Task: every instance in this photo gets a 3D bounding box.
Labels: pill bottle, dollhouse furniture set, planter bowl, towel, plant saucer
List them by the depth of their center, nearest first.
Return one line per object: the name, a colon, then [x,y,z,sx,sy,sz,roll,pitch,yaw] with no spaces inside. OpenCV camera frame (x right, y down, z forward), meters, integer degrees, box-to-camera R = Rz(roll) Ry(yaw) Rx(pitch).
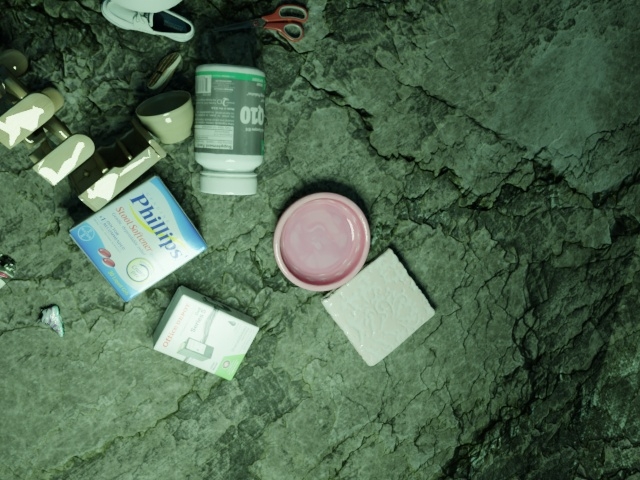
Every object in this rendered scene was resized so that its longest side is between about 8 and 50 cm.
dollhouse furniture set: [-0.644,-0.308,1.445,0.256,0.362,0.394,-41,136,-6]
planter bowl: [-0.439,-0.350,1.605,0.162,0.162,0.109,-23,129,-12]
pill bottle: [-0.268,-0.322,1.628,0.204,0.204,0.360,0,101,-17]
plant saucer: [0.000,0.000,1.839,0.333,0.084,0.331,-3,102,-16]
towel: [0.208,0.237,1.967,0.317,0.053,0.331,-39,110,-8]

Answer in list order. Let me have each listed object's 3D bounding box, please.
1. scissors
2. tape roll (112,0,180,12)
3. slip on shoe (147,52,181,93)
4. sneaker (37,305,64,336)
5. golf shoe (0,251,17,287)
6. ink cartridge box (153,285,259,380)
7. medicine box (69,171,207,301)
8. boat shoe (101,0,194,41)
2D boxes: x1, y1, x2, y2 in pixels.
scissors: [-0.182,-0.675,1.685,0.297,0.021,0.108,0,103,-16]
tape roll: [-0.481,-0.770,1.485,0.287,0.100,0.285,2,82,-15]
slip on shoe: [-0.453,-0.491,1.625,0.135,0.051,0.041,-57,150,-9]
sneaker: [-0.813,0.248,1.660,0.069,0.038,0.098,-12,95,-13]
golf shoe: [-0.991,0.040,1.529,0.120,0.105,0.273,-44,109,3]
ink cartridge box: [-0.368,0.295,1.764,0.273,0.115,0.198,28,92,-20]
medicine box: [-0.531,-0.015,1.635,0.289,0.149,0.263,-35,109,-7]
boat shoe: [-0.484,-0.635,1.561,0.258,0.084,0.095,6,99,-19]
